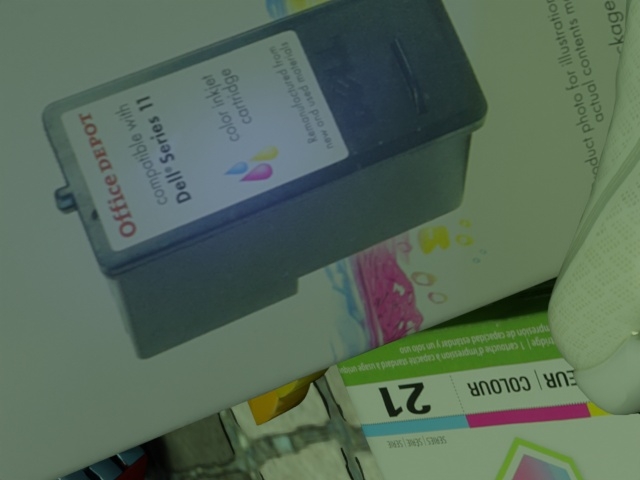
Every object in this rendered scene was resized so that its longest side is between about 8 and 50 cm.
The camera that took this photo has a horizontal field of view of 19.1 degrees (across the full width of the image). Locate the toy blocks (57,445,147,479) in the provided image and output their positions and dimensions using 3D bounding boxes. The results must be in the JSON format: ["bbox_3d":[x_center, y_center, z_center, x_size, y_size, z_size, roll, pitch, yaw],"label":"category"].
[{"bbox_3d":[-0.211,0.168,1.069,0.261,0.191,0.381,43,140,9],"label":"toy blocks"}]

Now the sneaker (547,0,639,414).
[{"bbox_3d":[0.116,-0.097,0.422,0.118,0.110,0.292,33,110,25],"label":"sneaker"}]

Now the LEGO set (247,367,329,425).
[{"bbox_3d":[0.000,0.000,0.761,0.093,0.087,0.227,-17,98,53],"label":"LEGO set"}]

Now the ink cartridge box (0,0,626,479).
[{"bbox_3d":[-0.044,-0.030,0.536,0.207,0.353,0.119,14,123,70],"label":"ink cartridge box"}]

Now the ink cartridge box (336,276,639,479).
[{"bbox_3d":[0.136,0.128,0.662,0.189,0.097,0.255,-14,98,53],"label":"ink cartridge box"}]
